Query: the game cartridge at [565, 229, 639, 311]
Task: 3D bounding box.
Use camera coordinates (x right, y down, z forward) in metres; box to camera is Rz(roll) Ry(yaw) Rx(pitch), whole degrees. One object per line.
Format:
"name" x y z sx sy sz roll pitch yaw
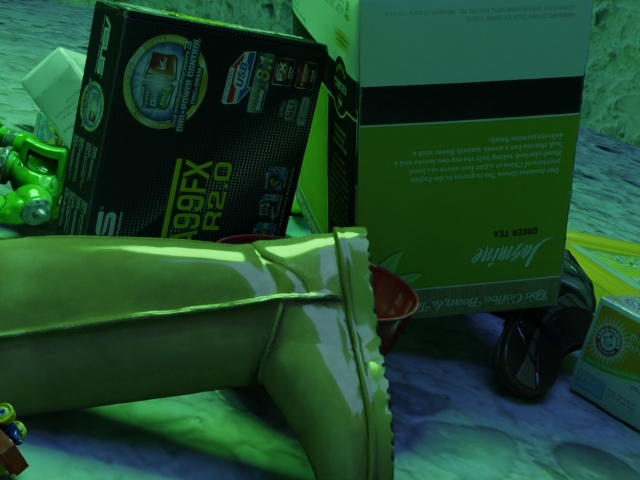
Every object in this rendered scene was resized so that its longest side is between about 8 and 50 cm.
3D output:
"game cartridge" 0.463 0.058 1.413 0.285 0.052 0.323 10 18 -18

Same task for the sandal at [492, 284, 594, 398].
"sandal" 0.223 0.104 1.031 0.090 0.060 0.219 47 37 2

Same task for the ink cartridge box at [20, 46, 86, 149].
"ink cartridge box" -0.182 -0.088 1.158 0.261 0.066 0.296 52 11 5

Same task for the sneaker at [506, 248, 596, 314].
"sneaker" 0.230 0.037 1.220 0.228 0.087 0.130 23 14 22

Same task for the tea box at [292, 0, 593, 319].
"tea box" 0.101 -0.133 1.050 0.220 0.323 0.329 -4 26 -11

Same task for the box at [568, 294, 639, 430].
"box" 0.366 0.122 1.015 0.203 0.103 0.114 0 22 -41

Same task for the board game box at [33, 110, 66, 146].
"board game box" -0.290 -0.139 1.387 0.194 0.060 0.194 23 19 26

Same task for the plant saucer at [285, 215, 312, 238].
"plant saucer" 0.000 0.000 1.245 0.119 0.021 0.119 13 16 -4

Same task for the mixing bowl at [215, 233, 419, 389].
"mixing bowl" -0.017 0.071 0.851 0.181 0.098 0.181 15 16 -4

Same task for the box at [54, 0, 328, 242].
"box" -0.119 -0.066 0.914 0.216 0.270 0.060 2 19 -41

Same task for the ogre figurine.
"ogre figurine" -0.322 -0.064 1.039 0.118 0.096 0.197 8 12 0

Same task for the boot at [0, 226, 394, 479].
"boot" -0.093 0.098 0.690 0.270 0.089 0.236 -4 57 -4

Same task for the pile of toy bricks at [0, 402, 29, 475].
"pile of toy bricks" -0.284 0.081 0.616 0.212 0.118 0.105 35 63 27

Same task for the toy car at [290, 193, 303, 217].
"toy car" -0.078 -0.111 1.360 0.188 0.148 0.155 8 5 11
